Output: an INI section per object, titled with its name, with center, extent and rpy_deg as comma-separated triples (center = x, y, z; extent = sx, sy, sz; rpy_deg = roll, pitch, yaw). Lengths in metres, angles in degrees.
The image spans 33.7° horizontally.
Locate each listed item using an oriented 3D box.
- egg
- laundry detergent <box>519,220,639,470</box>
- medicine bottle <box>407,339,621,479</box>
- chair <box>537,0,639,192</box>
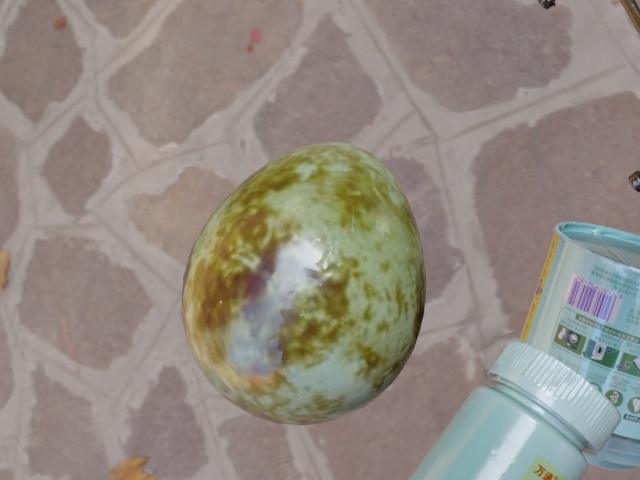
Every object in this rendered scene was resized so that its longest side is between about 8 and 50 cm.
[egg]
center = -0.013, 0.038, 1.044
extent = 0.238, 0.238, 0.290
rpy_deg = 0, 65, 28
[laundry detergent]
center = 0.438, 0.161, 1.556
extent = 0.287, 0.287, 0.305
rpy_deg = 22, 106, 25
[medicine bottle]
center = 0.188, 0.284, 1.199
extent = 0.158, 0.158, 0.318
rpy_deg = 35, 80, 22
[chair]
center = 0.591, -0.274, 1.347
extent = 0.410, 0.364, 0.362
rpy_deg = -44, 45, 34
